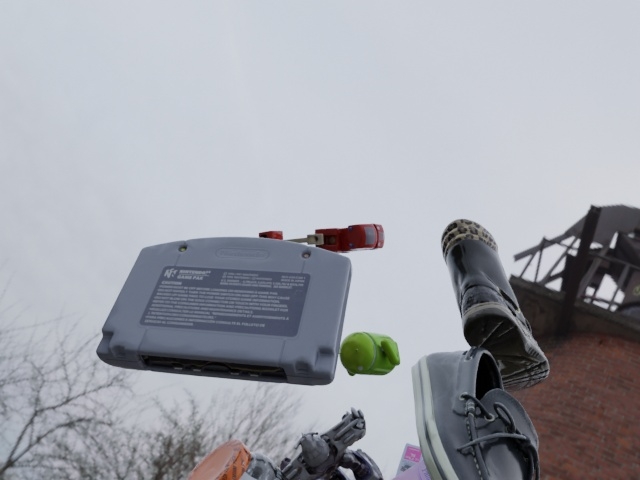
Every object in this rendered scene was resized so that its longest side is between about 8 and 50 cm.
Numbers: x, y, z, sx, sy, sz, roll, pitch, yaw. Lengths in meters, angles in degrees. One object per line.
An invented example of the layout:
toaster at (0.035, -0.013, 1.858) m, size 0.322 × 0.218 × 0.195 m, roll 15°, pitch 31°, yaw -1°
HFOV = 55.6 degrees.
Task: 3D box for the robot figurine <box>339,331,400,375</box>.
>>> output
robot figurine at (0.077, 0.178, 0.957) m, size 0.101 × 0.115 × 0.067 m, roll -22°, pitch -116°, yaw 39°

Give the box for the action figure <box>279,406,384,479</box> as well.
action figure at (0.014, 0.374, 1.032) m, size 0.099 × 0.185 × 0.285 m, roll 60°, pitch 0°, yaw 37°

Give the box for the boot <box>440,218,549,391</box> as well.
boot at (0.377, 0.150, 1.340) m, size 0.138 × 0.284 × 0.377 m, roll -24°, pitch -44°, yaw 20°

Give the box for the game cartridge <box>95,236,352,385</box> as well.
game cartridge at (-0.112, 0.080, 0.772) m, size 0.294 × 0.196 × 0.060 m, roll 3°, pitch -39°, yaw 12°

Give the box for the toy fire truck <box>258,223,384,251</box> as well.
toy fire truck at (0.000, 0.000, 1.065) m, size 0.192 × 0.135 × 0.047 m, roll -7°, pitch -95°, yaw 41°

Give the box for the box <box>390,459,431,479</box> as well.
box at (0.235, 0.577, 1.120) m, size 0.243 × 0.117 × 0.213 m, roll 59°, pitch -2°, yaw -14°

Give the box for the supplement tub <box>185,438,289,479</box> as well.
supplement tub at (-0.072, 0.339, 0.725) m, size 0.117 × 0.117 × 0.190 m, roll -23°, pitch -72°, yaw 50°

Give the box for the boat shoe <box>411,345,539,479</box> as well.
boat shoe at (0.241, 0.304, 0.895) m, size 0.156 × 0.500 × 0.187 m, roll -24°, pitch -76°, yaw 11°

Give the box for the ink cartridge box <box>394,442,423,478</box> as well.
ink cartridge box at (0.189, 0.655, 1.451) m, size 0.065 × 0.311 × 0.186 m, roll 11°, pitch -71°, yaw 18°

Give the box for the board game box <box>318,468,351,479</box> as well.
board game box at (0.022, 0.678, 1.582) m, size 0.194 × 0.194 × 0.060 m, roll 11°, pitch -53°, yaw 45°
